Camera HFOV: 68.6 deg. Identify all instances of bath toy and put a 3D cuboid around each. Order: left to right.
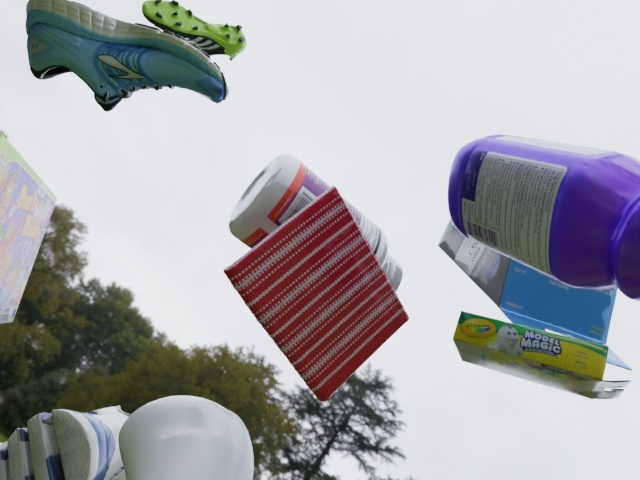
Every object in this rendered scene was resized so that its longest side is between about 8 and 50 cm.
[{"bbox_3d":[-0.153,0.291,0.361,0.151,0.349,0.129,27,8,-14],"label":"bath toy"}]

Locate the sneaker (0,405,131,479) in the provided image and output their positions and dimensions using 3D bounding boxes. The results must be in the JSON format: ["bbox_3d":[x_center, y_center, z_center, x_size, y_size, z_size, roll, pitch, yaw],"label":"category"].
[{"bbox_3d":[-0.336,0.291,0.578,0.182,0.315,0.128,35,35,-65],"label":"sneaker"}]

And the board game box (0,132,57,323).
[{"bbox_3d":[-0.480,-0.002,0.659,0.078,0.234,0.347,17,-12,-17],"label":"board game box"}]

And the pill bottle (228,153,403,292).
[{"bbox_3d":[0.000,0.000,0.885,0.322,0.182,0.181,38,-31,-20],"label":"pill bottle"}]

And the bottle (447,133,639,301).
[{"bbox_3d":[0.228,-0.020,0.408,0.283,0.092,0.118,-141,-137,-62],"label":"bottle"}]

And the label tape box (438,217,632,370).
[{"bbox_3d":[0.396,0.069,0.864,0.240,0.334,0.106,19,-72,-16],"label":"label tape box"}]

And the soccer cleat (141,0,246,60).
[{"bbox_3d":[-0.211,-0.345,0.787,0.072,0.178,0.060,-31,-119,49],"label":"soccer cleat"}]

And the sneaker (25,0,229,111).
[{"bbox_3d":[-0.158,-0.140,0.393,0.161,0.073,0.063,13,5,-12],"label":"sneaker"}]

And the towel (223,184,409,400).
[{"bbox_3d":[0.009,0.085,0.683,0.031,0.198,0.275,21,-34,58],"label":"towel"}]

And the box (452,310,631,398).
[{"bbox_3d":[0.254,0.137,0.551,0.179,0.043,0.105,14,-21,29],"label":"box"}]
